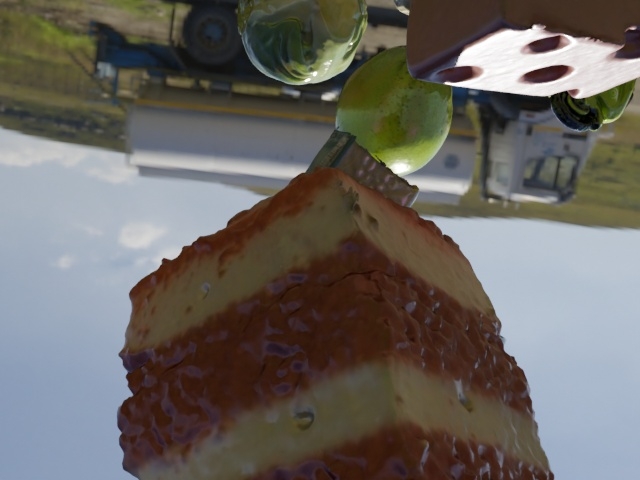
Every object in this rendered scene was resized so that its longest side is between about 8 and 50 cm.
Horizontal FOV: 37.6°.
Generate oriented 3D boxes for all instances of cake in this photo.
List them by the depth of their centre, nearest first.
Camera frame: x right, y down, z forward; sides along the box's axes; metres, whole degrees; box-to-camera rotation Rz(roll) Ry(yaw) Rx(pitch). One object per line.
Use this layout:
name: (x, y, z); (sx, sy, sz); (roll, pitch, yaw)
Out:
cake: (0.014, 0.145, 0.791); (0.270, 0.320, 0.269); (-27, 147, 26)

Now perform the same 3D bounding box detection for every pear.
pear: (0.119, -0.208, 1.454); (0.187, 0.220, 0.187); (11, -142, -9)

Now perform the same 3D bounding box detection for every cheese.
cheese: (0.175, -0.222, 0.757); (0.202, 0.177, 0.128); (0, 170, -31)

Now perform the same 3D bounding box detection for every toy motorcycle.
toy motorcycle: (0.460, -0.335, 1.707); (0.206, 0.342, 0.142); (9, 145, -39)

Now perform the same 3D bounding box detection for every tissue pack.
tissue pack: (0.000, 0.000, 1.236); (0.134, 0.271, 0.192); (36, -175, -8)

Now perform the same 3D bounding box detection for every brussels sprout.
brussels sprout: (-0.047, -0.496, 2.107); (0.344, 0.268, 0.344); (31, 159, 14)

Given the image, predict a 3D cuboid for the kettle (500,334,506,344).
kettle: (0.063, 0.213, 1.188); (0.265, 0.318, 0.205); (28, 177, -19)

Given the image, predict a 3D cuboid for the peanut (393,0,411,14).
peanut: (0.239, -0.434, 1.647); (0.233, 0.196, 0.110); (51, -173, -8)
